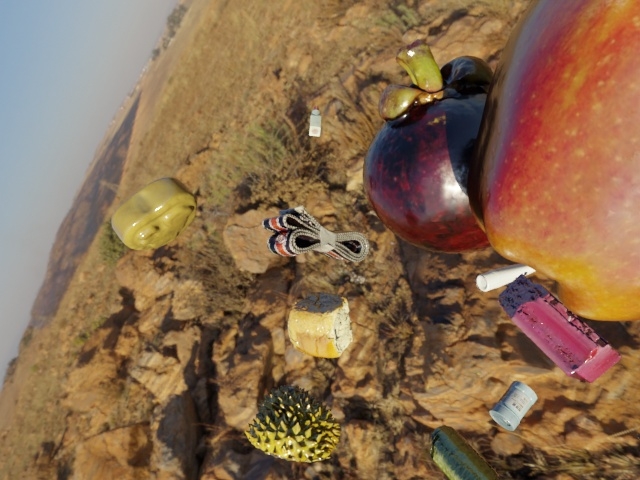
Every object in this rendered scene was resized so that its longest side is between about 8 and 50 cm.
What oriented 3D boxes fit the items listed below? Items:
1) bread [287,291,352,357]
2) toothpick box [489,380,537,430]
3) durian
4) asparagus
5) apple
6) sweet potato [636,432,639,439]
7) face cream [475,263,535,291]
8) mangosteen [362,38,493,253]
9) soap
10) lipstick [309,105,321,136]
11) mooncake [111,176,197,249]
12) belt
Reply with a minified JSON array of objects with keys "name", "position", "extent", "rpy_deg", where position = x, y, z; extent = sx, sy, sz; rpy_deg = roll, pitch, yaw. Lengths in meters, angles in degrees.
[{"name":"bread","position":[0.002,0.125,0.659],"extent":[0.070,0.083,0.077],"rpy_deg":[8,28,34]},{"name":"toothpick box","position":[0.710,0.608,1.661],"extent":[0.153,0.101,0.101],"rpy_deg":[-42,21,-20]},{"name":"durian","position":[-0.062,0.403,1.012],"extent":[0.250,0.183,0.137],"rpy_deg":[7,72,54]},{"name":"asparagus","position":[0.393,0.608,1.162],"extent":[0.108,0.128,0.382],"rpy_deg":[-49,8,-5]},{"name":"apple","position":[0.286,-0.094,0.395],"extent":[0.288,0.289,0.316],"rpy_deg":[-112,41,-55]},{"name":"sweet potato","position":[0.800,0.508,1.090],"extent":[0.026,0.026,0.115],"rpy_deg":[-52,-1,23]},{"name":"face cream","position":[0.612,0.105,1.444],"extent":[0.092,0.244,0.058],"rpy_deg":[174,81,-71]},{"name":"mangosteen","position":[0.214,-0.129,0.709],"extent":[0.297,0.298,0.293],"rpy_deg":[-117,39,-57]},{"name":"soap","position":[0.499,0.175,0.967],"extent":[0.099,0.162,0.250],"rpy_deg":[-53,41,18]},{"name":"lipstick","position":[-0.014,-0.340,1.257],"extent":[0.030,0.030,0.129],"rpy_deg":[98,175,-47]},{"name":"mooncake","position":[-0.468,-0.063,1.308],"extent":[0.117,0.235,0.234],"rpy_deg":[47,117,15]},{"name":"belt","position":[0.000,0.000,1.220],"extent":[0.094,0.360,0.126],"rpy_deg":[-8,74,39]}]
